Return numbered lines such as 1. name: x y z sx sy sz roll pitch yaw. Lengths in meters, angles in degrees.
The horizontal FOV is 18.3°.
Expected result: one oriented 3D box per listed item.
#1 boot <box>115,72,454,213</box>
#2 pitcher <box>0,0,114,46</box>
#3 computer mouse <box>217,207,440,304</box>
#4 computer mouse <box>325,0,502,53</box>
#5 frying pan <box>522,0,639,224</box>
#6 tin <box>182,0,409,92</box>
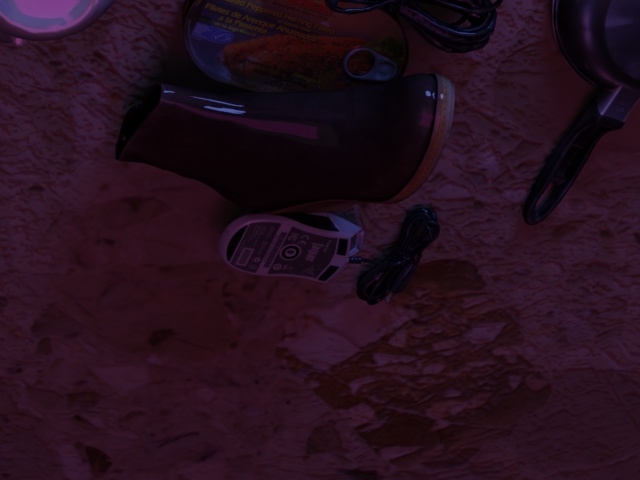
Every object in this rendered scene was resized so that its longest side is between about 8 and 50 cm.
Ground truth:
1. boot: -0.031 -0.085 1.570 0.207 0.090 0.248 14 156 -24
2. pitcher: -0.207 -0.200 1.418 0.125 0.207 0.178 5 117 -15
3. computer mouse: 0.000 0.000 1.730 0.193 0.042 0.106 12 129 -25
4. computer mouse: 0.105 -0.282 1.516 0.188 0.072 0.272 20 126 -22
5. frying pan: 0.242 -0.155 1.655 0.326 0.053 0.197 -42 122 17
6. tin: -0.020 -0.166 1.602 0.189 0.040 0.106 15 127 -21
